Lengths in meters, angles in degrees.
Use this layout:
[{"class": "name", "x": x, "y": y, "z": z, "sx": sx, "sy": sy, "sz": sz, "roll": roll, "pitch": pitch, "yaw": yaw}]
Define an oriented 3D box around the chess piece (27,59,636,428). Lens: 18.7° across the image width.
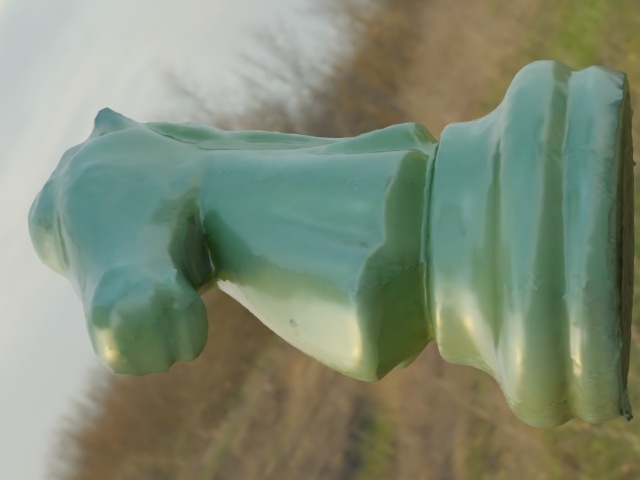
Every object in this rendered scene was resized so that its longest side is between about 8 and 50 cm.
[{"class": "chess piece", "x": 0.000, "y": 0.000, "z": 0.922, "sx": 0.176, "sy": 0.298, "sz": 0.176, "roll": 1, "pitch": -90, "yaw": -77}]
